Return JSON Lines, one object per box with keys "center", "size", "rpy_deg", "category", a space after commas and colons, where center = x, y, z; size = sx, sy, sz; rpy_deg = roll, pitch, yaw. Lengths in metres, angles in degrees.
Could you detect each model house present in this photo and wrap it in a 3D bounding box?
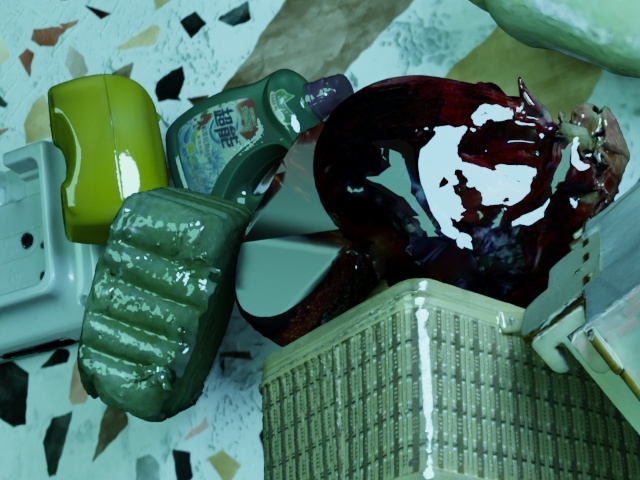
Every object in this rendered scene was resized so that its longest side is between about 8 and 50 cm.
{"center": [0.285, 0.088, 0.992], "size": [0.169, 0.326, 0.244], "rpy_deg": [-43, 94, 17], "category": "model house"}

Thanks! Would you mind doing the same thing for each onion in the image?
{"center": [0.121, -0.035, 1.248], "size": [0.280, 0.221, 0.281], "rpy_deg": [14, 122, 23], "category": "onion"}

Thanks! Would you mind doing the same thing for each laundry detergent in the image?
{"center": [-0.058, -0.108, 1.506], "size": [0.221, 0.078, 0.144], "rpy_deg": [-22, 74, 25], "category": "laundry detergent"}

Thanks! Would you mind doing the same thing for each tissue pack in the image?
{"center": [-0.230, -0.090, 1.536], "size": [0.127, 0.123, 0.178], "rpy_deg": [-9, 74, -10], "category": "tissue pack"}

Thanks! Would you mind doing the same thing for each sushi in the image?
{"center": [0.000, 0.000, 1.400], "size": [0.136, 0.126, 0.225], "rpy_deg": [26, 85, 24], "category": "sushi"}

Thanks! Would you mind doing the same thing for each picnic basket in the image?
{"center": [0.129, 0.164, 1.129], "size": [0.228, 0.312, 0.175], "rpy_deg": [-34, 48, 47], "category": "picnic basket"}

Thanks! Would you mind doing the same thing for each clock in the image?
{"center": [-0.354, 0.015, 1.649], "size": [0.262, 0.116, 0.231], "rpy_deg": [-16, 68, 31], "category": "clock"}

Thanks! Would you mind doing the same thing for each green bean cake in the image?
{"center": [-0.156, 0.064, 1.417], "size": [0.124, 0.222, 0.227], "rpy_deg": [14, 97, 7], "category": "green bean cake"}

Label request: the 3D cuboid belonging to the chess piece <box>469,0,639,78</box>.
{"center": [0.322, -0.182, 1.184], "size": [0.234, 0.234, 0.442], "rpy_deg": [-49, 60, 13], "category": "chess piece"}
